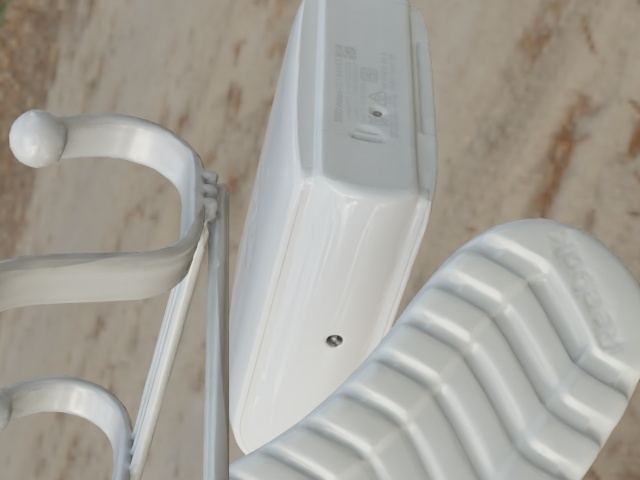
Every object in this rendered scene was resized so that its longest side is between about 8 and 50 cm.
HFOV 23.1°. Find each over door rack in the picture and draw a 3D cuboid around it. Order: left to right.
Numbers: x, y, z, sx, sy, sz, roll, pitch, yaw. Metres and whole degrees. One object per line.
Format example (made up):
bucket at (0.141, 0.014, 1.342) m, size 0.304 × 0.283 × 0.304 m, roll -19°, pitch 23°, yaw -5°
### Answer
over door rack at (-0.073, 0.136, 0.426) m, size 0.324 × 0.108 × 0.239 m, roll -115°, pitch 36°, yaw -54°

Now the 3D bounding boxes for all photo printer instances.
photo printer at (0.000, 0.000, 1.163) m, size 0.256 × 0.107 × 0.307 m, roll -89°, pitch 11°, yaw -48°

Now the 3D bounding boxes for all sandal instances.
sandal at (0.019, 0.161, 0.821) m, size 0.169 × 0.416 × 0.102 m, roll 48°, pitch 164°, yaw 6°
